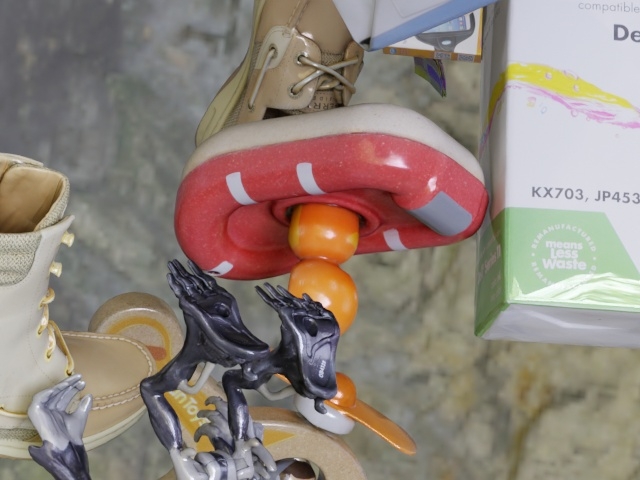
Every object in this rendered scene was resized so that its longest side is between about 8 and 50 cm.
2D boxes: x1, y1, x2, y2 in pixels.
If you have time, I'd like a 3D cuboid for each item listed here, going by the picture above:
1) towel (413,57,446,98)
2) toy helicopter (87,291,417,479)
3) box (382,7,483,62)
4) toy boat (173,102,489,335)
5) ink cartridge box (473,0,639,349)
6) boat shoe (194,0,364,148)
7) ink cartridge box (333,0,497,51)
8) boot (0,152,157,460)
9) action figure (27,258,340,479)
[{"bbox_3d":[0.128,-0.209,1.938,0.009,0.060,0.083,-38,154,-11],"label":"towel"},{"bbox_3d":[-0.072,0.169,1.466,0.355,0.235,0.140,52,7,-31],"label":"toy helicopter"},{"bbox_3d":[0.127,-0.250,1.856,0.028,0.136,0.081,91,5,-75],"label":"box"},{"bbox_3d":[0.000,0.000,1.153,0.151,0.231,0.151,32,59,-48],"label":"toy boat"},{"bbox_3d":[0.226,-0.104,1.195,0.119,0.207,0.353,105,-12,-73],"label":"ink cartridge box"},{"bbox_3d":[-0.008,-0.160,1.518,0.341,0.122,0.110,-61,-136,40],"label":"boat shoe"},{"bbox_3d":[0.113,-0.319,0.881,0.395,0.151,0.270,-43,109,-42],"label":"ink cartridge box"},{"bbox_3d":[-0.191,0.043,1.072,0.095,0.262,0.203,50,-56,37],"label":"boot"},{"bbox_3d":[-0.093,0.140,1.045,0.275,0.164,0.141,-61,-138,27],"label":"action figure"}]
